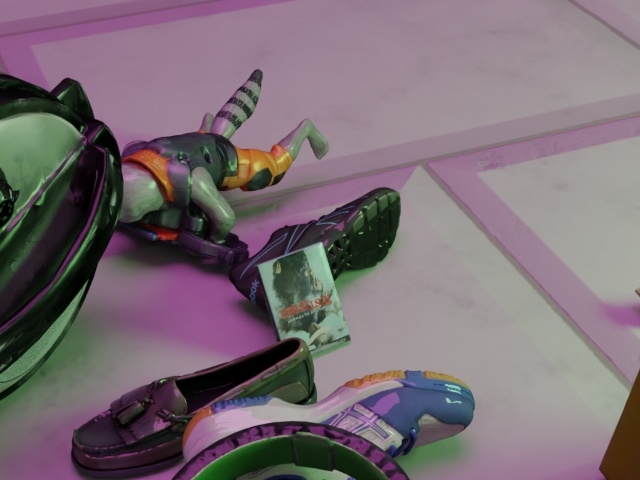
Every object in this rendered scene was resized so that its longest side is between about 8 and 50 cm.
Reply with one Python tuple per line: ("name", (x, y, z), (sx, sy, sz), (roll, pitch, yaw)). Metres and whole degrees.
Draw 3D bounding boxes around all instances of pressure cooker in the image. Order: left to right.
("pressure cooker", (-0.427, -0.015, 1.261), (0.420, 0.370, 0.375), (19, 10, 23))

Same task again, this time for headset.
("headset", (-0.047, 0.307, 0.956), (0.243, 0.185, 0.394), (7, 52, 12))

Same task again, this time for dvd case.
("dvd case", (-0.019, 0.071, 1.371), (0.087, 0.120, 0.013), (-19, 9, -26))

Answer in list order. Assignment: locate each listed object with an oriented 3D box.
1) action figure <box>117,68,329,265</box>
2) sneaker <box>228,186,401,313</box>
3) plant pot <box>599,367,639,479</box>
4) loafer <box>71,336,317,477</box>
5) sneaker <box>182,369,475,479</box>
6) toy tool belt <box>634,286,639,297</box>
("action figure", (-0.197, -0.109, 1.588), (0.341, 0.179, 0.330), (19, 29, 23))
("sneaker", (0.000, 0.000, 1.483), (0.106, 0.101, 0.267), (21, 39, 32))
("plant pot", (0.412, 0.201, 1.104), (0.212, 0.212, 0.187), (-13, 49, -17))
("loafer", (-0.132, 0.162, 1.259), (0.267, 0.084, 0.096), (-15, 37, -20))
("sneaker", (0.019, 0.215, 1.187), (0.296, 0.112, 0.131), (-10, 53, -11))
("toy tool belt", (0.414, 0.066, 1.420), (0.083, 0.052, 0.051), (-9, 43, -13))
